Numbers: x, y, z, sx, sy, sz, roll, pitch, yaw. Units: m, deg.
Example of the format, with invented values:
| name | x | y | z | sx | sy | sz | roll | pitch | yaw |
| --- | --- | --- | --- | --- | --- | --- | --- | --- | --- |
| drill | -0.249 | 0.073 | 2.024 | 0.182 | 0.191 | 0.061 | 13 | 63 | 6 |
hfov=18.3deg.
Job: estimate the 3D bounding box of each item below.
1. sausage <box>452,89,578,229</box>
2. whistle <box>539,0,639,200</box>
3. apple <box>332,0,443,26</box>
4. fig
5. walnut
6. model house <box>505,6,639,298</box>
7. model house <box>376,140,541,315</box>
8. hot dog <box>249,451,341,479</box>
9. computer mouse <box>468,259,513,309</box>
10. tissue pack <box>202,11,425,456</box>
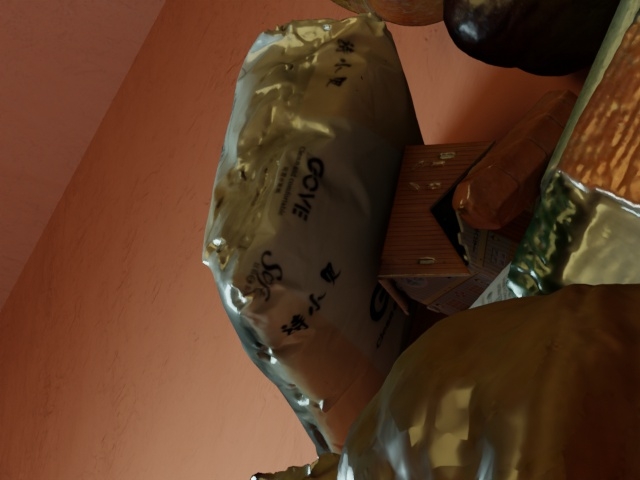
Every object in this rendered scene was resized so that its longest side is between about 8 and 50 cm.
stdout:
| name | x | y | z | sx | sy | sz | roll | pitch | yaw |
| --- | --- | --- | --- | --- | --- | --- | --- | --- | --- |
| sausage | 0.185 | -0.067 | 1.854 | 0.169 | 0.065 | 0.065 | -45 | 11 | -20 |
| whistle | 0.280 | -0.159 | 1.810 | 0.312 | 0.062 | 0.062 | -67 | 19 | 5 |
| apple | 0.085 | -0.424 | 2.246 | 0.305 | 0.338 | 0.338 | -55 | 17 | -9 |
| fig | 0.253 | -0.255 | 1.894 | 0.274 | 0.170 | 0.145 | -32 | 63 | 29 |
| walnut | 0.175 | 0.210 | 1.269 | 0.383 | 0.383 | 0.383 | -54 | 23 | 36 |
| model house | 0.316 | -0.004 | 1.426 | 0.301 | 0.190 | 0.271 | 34 | 98 | 55 |
| model house | 0.140 | -0.033 | 1.939 | 0.207 | 0.136 | 0.219 | -37 | 36 | 57 |
| hot dog | 0.044 | 0.366 | 1.542 | 0.367 | 0.196 | 0.365 | 90 | 178 | -77 |
| computer mouse | 0.179 | 0.117 | 1.698 | 0.297 | 0.121 | 0.184 | -47 | 16 | 19 |
| tissue pack | 0.000 | 0.000 | 2.035 | 0.390 | 0.195 | 0.375 | 63 | -145 | -55 |
